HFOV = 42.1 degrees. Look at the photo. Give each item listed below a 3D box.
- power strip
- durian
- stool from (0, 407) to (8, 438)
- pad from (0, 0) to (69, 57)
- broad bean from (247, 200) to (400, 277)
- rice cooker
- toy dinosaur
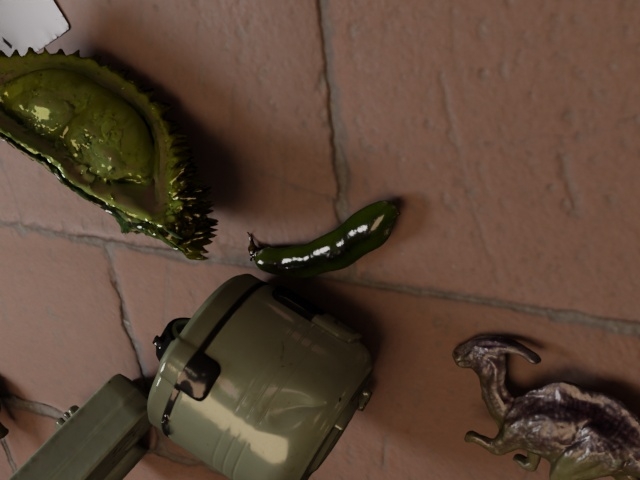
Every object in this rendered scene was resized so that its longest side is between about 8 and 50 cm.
[{"bbox_3d":[-0.354,0.299,1.239,0.141,0.229,0.261,42,167,7],"label":"power strip"},{"bbox_3d":[-0.256,-0.094,0.932,0.352,0.169,0.158,36,132,5],"label":"durian"},{"bbox_3d":[-0.650,0.302,1.486,0.228,0.153,0.139,-127,20,-57],"label":"stool"},{"bbox_3d":[-0.410,-0.338,0.977,0.159,0.009,0.265,-16,112,38],"label":"pad"},{"bbox_3d":[0.002,0.005,0.925,0.227,0.039,0.069,-13,106,38],"label":"broad bean"},{"bbox_3d":[-0.073,0.163,0.967,0.244,0.226,0.226,28,131,12],"label":"rice cooker"},{"bbox_3d":[0.258,0.214,0.875,0.294,0.077,0.162,24,130,18],"label":"toy dinosaur"}]
